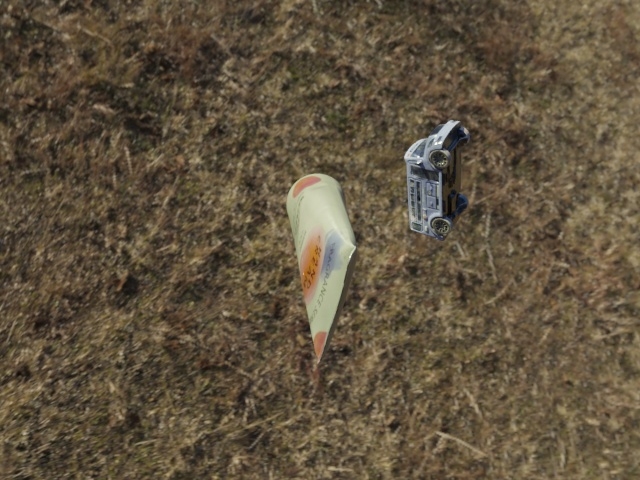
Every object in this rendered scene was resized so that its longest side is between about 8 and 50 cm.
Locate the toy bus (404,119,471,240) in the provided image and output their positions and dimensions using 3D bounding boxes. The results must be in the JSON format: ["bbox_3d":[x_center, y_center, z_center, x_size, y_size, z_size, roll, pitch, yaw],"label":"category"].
[{"bbox_3d":[0.160,-0.085,0.976,0.073,0.076,0.167,-47,141,-40],"label":"toy bus"}]

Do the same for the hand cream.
[{"bbox_3d":[0.000,0.000,0.801,0.077,0.124,0.341,13,22,-8],"label":"hand cream"}]
